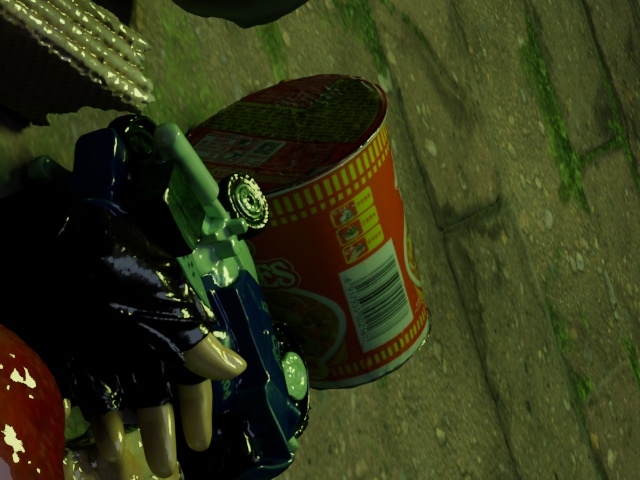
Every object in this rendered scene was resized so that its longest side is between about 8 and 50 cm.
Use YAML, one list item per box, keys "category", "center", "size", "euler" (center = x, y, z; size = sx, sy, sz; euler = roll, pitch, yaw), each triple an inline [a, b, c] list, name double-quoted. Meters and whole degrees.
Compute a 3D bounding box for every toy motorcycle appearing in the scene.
- category: "toy motorcycle"
  center: [-0.092, 0.060, 1.459]
  size: [0.196, 0.125, 0.331]
  euler: [-79, 148, -46]

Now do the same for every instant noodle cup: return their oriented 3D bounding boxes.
- category: "instant noodle cup"
  center: [0.000, 0.000, 1.629]
  size: [0.193, 0.193, 0.212]
  euler: [-67, 142, -53]

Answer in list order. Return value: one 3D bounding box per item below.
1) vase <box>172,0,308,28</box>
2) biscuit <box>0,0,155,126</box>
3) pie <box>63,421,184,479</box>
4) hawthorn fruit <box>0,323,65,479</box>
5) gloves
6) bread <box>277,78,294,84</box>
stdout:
- category: "vase"
  center: [-0.133, -0.281, 1.453]
  size: [0.291, 0.245, 0.245]
  euler: [-9, 84, -60]
- category: "biscuit"
  center: [-0.215, -0.147, 1.332]
  size: [0.239, 0.108, 0.061]
  euler: [36, 55, -53]
- category: "pie"
  center: [-0.144, 0.216, 1.334]
  size: [0.218, 0.052, 0.185]
  euler: [-10, 83, -67]
- category: "hawthorn fruit"
  center: [-0.260, 0.120, 1.016]
  size: [0.243, 0.207, 0.207]
  euler: [19, 57, -38]
- category: "gloves"
  center: [-0.137, 0.064, 1.306]
  size: [0.203, 0.164, 0.124]
  euler: [54, 40, -35]
- category: "bread"
  center: [-0.024, -0.099, 1.768]
  size: [0.081, 0.046, 0.083]
  euler: [52, 34, -34]
